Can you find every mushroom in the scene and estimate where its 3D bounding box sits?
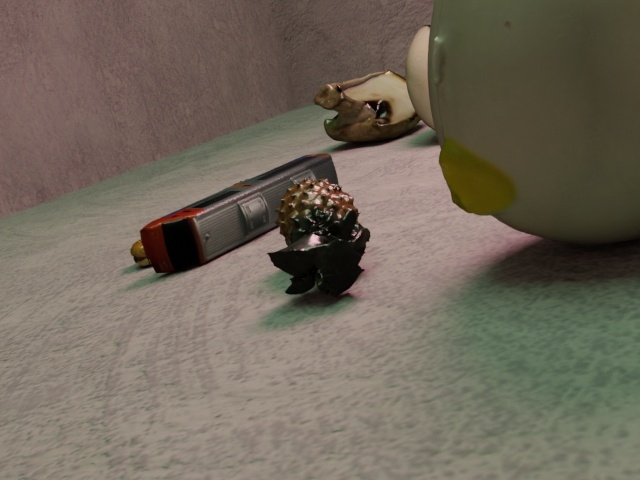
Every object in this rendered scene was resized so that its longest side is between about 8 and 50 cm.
[{"bbox_3d":[0.139,-0.319,2.038,0.217,0.212,0.292,44,32,23],"label":"mushroom"}]

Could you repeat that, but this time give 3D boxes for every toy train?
[{"bbox_3d":[-0.117,-0.053,1.296,0.089,0.086,0.409,-1,19,40],"label":"toy train"}]

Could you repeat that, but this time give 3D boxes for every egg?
[{"bbox_3d":[0.277,-0.345,1.746,0.174,0.264,0.286,-44,35,5],"label":"egg"}]

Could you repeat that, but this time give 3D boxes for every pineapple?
[{"bbox_3d":[0.000,0.000,0.936,0.119,0.111,0.237,-44,16,10],"label":"pineapple"}]

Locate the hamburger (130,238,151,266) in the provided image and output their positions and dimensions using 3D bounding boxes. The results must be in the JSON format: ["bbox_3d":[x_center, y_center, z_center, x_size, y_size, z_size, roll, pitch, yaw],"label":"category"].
[{"bbox_3d":[-0.276,0.013,1.298,0.083,0.044,0.076,-19,13,-3],"label":"hamburger"}]

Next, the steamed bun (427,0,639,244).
[{"bbox_3d":[0.269,-0.181,0.763,0.334,0.373,0.334,-2,11,0],"label":"steamed bun"}]
